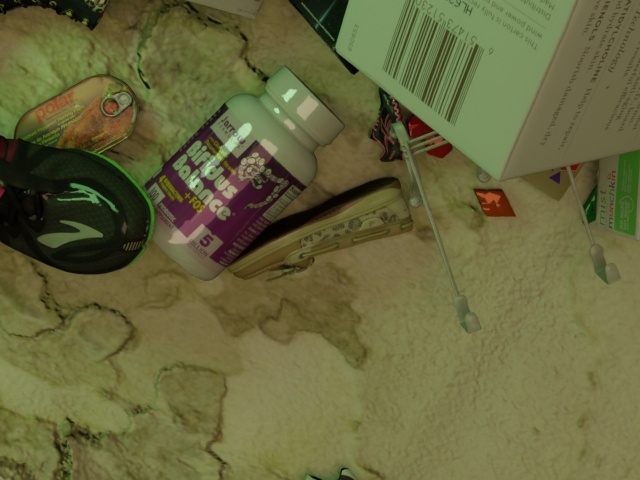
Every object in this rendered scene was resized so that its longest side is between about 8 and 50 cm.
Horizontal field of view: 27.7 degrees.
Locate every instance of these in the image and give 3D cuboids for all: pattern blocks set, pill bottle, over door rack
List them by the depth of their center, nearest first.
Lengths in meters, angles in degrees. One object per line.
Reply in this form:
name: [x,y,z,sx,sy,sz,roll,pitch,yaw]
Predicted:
pill bottle: [-0.113,-0.100,1.847,0.169,0.169,0.301,43,95,-13]
over door rack: [0.260,-0.054,1.888,0.240,0.108,0.324,-20,92,-1]
pattern blocks set: [0.322,-0.163,1.948,0.325,0.026,0.285,40,96,-12]

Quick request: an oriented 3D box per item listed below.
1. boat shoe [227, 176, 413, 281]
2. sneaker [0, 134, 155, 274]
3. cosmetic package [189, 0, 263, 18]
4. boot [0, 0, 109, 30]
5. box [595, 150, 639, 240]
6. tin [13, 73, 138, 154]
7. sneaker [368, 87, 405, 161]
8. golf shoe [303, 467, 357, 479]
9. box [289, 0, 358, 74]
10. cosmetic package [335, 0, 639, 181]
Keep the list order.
boat shoe: [0.000,0.000,1.913,0.285,0.104,0.089,-24,105,-2]
sneaker: [-0.458,-0.076,1.762,0.483,0.202,0.185,22,103,5]
cosmetic package: [-0.163,-0.370,1.737,0.239,0.060,0.098,4,122,-50]
boot: [-0.398,-0.332,1.806,0.179,0.085,0.236,31,92,-13]
box: [0.535,-0.144,1.904,0.231,0.127,0.261,-3,103,-20]
tin: [-0.353,-0.169,1.876,0.190,0.040,0.106,-28,108,1]
sneaker: [0.096,-0.169,1.920,0.057,0.047,0.119,-12,102,9]
golf shoe: [-0.028,0.416,2.028,0.198,0.077,0.093,-18,89,-6]
box: [0.042,-0.347,1.803,0.147,0.077,0.180,-39,60,4]
cosmetic package: [0.296,-0.317,1.637,0.394,0.329,0.327,-14,134,-41]
